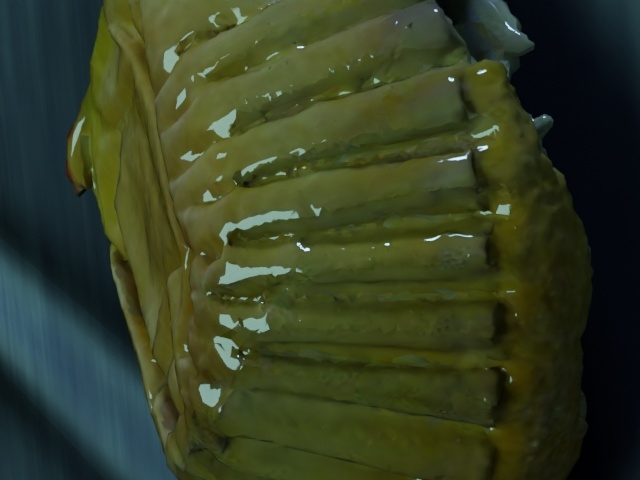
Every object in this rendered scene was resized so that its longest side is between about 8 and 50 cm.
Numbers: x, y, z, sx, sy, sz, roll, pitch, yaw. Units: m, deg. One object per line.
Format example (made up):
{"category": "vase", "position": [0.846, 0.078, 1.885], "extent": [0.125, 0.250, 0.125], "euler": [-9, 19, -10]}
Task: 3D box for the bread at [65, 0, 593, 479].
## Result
{"category": "bread", "position": [0.000, 0.000, 0.734], "extent": [0.274, 0.149, 0.274], "euler": [172, 90, -72]}
